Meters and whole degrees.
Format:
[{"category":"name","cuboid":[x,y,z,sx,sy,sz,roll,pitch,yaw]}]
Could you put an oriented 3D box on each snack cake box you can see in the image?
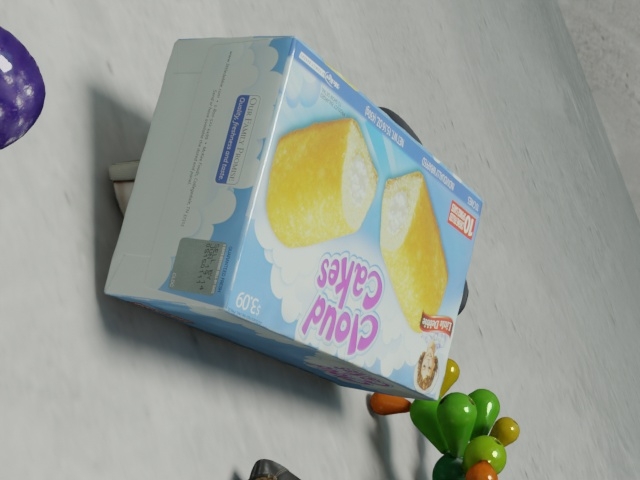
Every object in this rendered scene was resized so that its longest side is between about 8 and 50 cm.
[{"category":"snack cake box","cuboid":[0.000,0.000,0.650,0.264,0.089,0.152,30,69,-55]}]

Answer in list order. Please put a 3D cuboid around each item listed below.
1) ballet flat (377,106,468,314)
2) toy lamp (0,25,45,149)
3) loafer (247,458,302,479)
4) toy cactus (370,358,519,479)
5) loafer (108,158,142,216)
[{"category":"ballet flat","cuboid":[0.076,-0.019,0.914,0.203,0.074,0.074,68,24,-8]},{"category":"toy lamp","cuboid":[-0.171,0.018,0.366,0.080,0.080,0.275,52,27,-33]},{"category":"loafer","cuboid":[0.012,0.187,0.632,0.170,0.062,0.061,48,27,-41]},{"category":"toy cactus","cuboid":[0.091,0.197,0.765,0.219,0.112,0.181,-63,149,-68]},{"category":"loafer","cuboid":[-0.082,-0.033,0.637,0.125,0.045,0.039,-14,100,-59]}]
